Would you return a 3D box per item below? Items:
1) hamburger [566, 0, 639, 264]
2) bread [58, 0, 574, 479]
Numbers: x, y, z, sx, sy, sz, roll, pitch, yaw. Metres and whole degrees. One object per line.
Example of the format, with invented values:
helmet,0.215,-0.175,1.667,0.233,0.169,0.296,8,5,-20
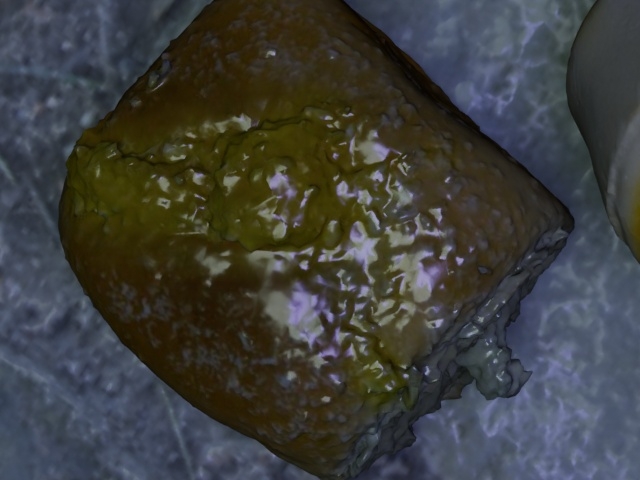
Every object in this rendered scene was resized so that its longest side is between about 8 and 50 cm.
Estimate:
hamburger,0.251,-0.097,0.862,0.295,0.227,0.151,-39,63,17
bread,0.000,0.000,0.950,0.246,0.176,0.195,42,105,6
